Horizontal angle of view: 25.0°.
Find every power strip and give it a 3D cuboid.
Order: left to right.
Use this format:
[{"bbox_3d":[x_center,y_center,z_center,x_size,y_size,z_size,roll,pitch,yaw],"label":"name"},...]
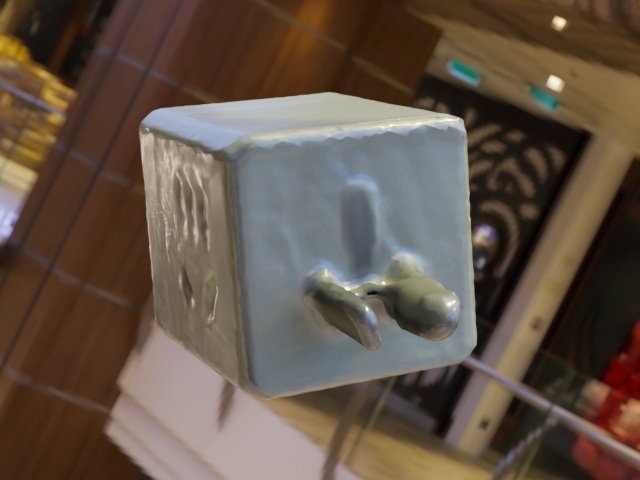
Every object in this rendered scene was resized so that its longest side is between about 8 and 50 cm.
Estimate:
[{"bbox_3d":[0.000,0.000,0.782,0.139,0.140,0.224,-7,12,-22],"label":"power strip"}]
